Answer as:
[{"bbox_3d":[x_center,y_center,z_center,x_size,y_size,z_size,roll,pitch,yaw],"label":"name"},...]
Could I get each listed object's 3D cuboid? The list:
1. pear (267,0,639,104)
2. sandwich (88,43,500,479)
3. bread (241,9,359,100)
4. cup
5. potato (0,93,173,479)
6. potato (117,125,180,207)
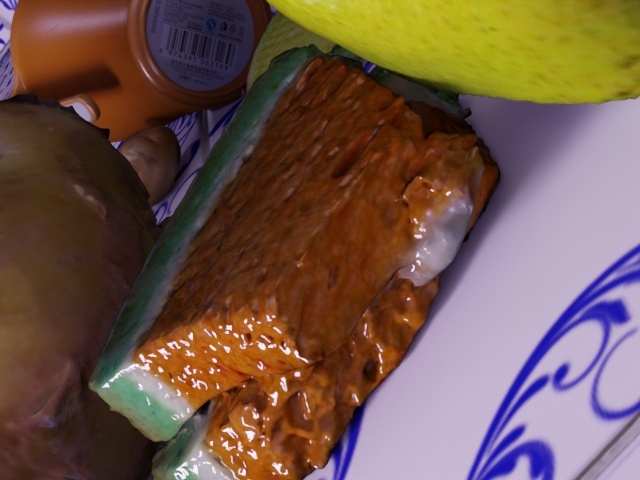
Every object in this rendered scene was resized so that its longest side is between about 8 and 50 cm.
[{"bbox_3d":[0.110,-0.219,0.726,0.342,0.238,0.318,-56,44,6],"label":"pear"},{"bbox_3d":[-0.009,0.008,0.871,0.292,0.109,0.212,-56,18,-4],"label":"sandwich"},{"bbox_3d":[0.018,-0.181,1.260,0.228,0.033,0.228,-48,20,24],"label":"bread"},{"bbox_3d":[-0.170,-0.164,1.473,0.226,0.182,0.264,-43,20,-20],"label":"cup"},{"bbox_3d":[-0.191,0.082,1.043,0.237,0.301,0.289,34,123,52],"label":"potato"},{"bbox_3d":[-0.148,-0.063,1.436,0.068,0.062,0.083,-17,15,34],"label":"potato"}]
